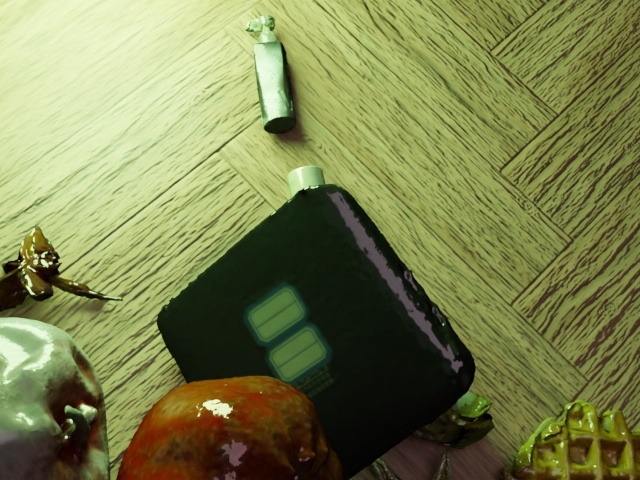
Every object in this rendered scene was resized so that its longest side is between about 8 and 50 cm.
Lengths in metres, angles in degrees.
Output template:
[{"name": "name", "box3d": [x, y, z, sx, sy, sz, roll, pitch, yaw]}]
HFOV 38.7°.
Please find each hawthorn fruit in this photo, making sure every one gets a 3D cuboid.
[{"name": "hawthorn fruit", "box3d": [-0.132, 0.316, 1.115, 0.287, 0.330, 0.287, 20, 63, -44]}]

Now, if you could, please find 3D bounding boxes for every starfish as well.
[{"name": "starfish", "box3d": [0.145, 0.371, 1.269, 0.208, 0.053, 0.176, 31, 76, 5]}]

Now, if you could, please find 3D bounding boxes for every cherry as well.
[{"name": "cherry", "box3d": [-0.410, 0.250, 1.101, 0.335, 0.291, 0.326, 13, 83, 11]}]

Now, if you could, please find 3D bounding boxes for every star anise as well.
[{"name": "star anise", "box3d": [-0.387, 0.067, 1.311, 0.140, 0.144, 0.158, -4, 50, 38]}]

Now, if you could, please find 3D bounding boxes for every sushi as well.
[{"name": "sushi", "box3d": [0.119, 0.191, 1.299, 0.291, 0.139, 0.131, 37, 59, 8]}]

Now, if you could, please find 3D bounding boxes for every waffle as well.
[{"name": "waffle", "box3d": [0.403, 0.397, 1.299, 0.325, 0.068, 0.302, -39, 79, -20]}]

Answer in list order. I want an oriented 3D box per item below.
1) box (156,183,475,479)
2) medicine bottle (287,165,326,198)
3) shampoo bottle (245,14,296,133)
[{"name": "box", "box3d": [-0.017, 0.144, 1.226, 0.359, 0.091, 0.350, -39, 78, 21]}, {"name": "medicine bottle", "box3d": [0.000, 0.000, 1.395, 0.059, 0.059, 0.231, -8, 69, -13]}, {"name": "shampoo bottle", "box3d": [-0.082, -0.277, 1.496, 0.063, 0.057, 0.208, -7, 67, -4]}]
